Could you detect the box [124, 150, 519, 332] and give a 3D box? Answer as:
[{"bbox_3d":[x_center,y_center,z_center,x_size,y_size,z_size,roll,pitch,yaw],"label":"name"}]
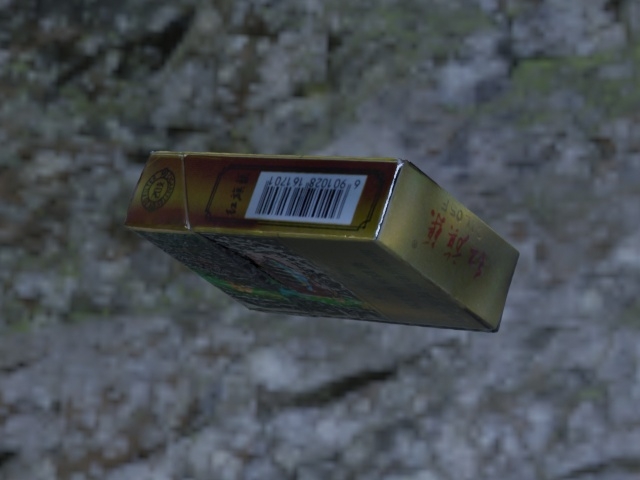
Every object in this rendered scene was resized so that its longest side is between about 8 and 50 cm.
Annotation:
[{"bbox_3d":[0.000,0.000,1.343,0.240,0.071,0.159,3,-21,42],"label":"box"}]
